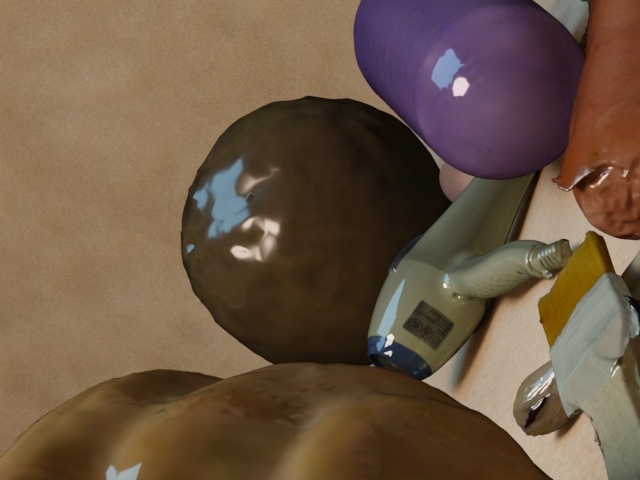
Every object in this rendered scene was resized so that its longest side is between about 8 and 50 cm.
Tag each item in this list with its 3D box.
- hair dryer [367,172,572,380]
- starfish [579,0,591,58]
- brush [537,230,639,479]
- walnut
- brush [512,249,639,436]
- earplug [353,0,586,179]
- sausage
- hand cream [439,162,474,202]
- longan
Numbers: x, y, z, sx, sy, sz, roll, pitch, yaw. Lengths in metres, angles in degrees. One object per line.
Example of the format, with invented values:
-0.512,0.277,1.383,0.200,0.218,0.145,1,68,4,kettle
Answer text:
0.184,-0.011,1.131,0.298,0.119,0.296,-40,18,47,hair dryer
0.305,-0.287,1.204,0.138,0.050,0.247,124,158,-52,starfish
0.167,0.101,0.602,0.336,0.020,0.085,-85,21,-61,brush
-0.027,0.225,0.472,0.381,0.381,0.381,-156,90,-87,walnut
0.206,0.023,0.706,0.039,0.042,0.299,-97,28,-53,brush
0.163,-0.189,1.188,0.456,0.215,0.215,-102,35,-70,earplug
0.250,-0.156,0.850,0.094,0.094,0.419,-16,35,32,sausage
0.227,-0.130,1.399,0.248,0.083,0.133,-53,-7,-47,hand cream
0.005,-0.007,1.601,0.404,0.404,0.436,-67,-24,-12,longan
